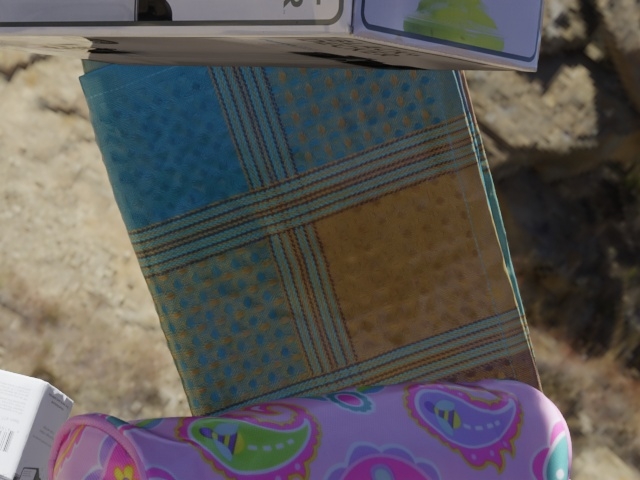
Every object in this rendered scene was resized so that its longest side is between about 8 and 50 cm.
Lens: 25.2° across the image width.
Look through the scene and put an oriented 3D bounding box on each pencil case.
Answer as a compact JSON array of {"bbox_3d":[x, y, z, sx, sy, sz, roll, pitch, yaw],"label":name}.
[{"bbox_3d":[0.000,0.138,0.746,0.284,0.124,0.124,0,44,-35],"label":"pencil case"}]

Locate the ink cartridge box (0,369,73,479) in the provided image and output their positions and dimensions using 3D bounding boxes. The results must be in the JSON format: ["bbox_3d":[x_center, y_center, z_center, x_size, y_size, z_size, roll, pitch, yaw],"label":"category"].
[{"bbox_3d":[-0.328,0.211,1.305,0.139,0.191,0.082,11,-16,17],"label":"ink cartridge box"}]

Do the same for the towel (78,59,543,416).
[{"bbox_3d":[0.000,0.000,1.065,0.040,0.271,0.370,-97,170,-77],"label":"towel"}]

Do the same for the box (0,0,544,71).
[{"bbox_3d":[-0.051,-0.137,0.726,0.290,0.087,0.169,6,3,35],"label":"box"}]
